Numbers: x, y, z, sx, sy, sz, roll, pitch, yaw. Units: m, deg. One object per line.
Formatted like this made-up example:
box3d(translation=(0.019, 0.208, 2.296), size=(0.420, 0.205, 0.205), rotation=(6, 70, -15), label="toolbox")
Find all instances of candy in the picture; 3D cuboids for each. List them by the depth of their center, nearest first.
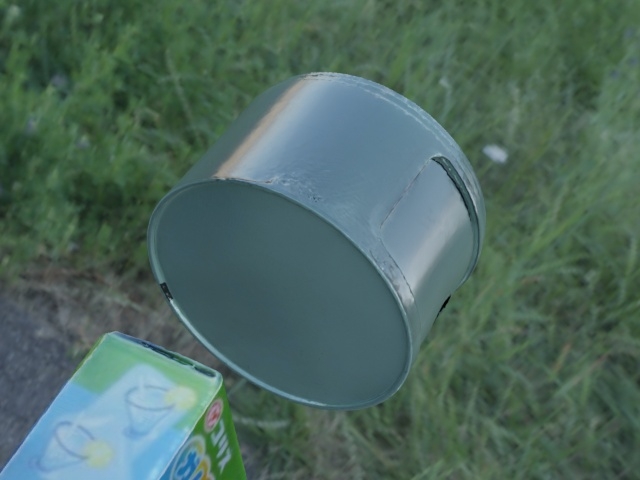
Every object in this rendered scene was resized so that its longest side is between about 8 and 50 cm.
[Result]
box3d(translation=(-0.103, 0.139, 0.475), size=(0.062, 0.097, 0.194), rotation=(18, 54, 21), label="candy")

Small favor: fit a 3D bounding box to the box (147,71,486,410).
box3d(translation=(0.000, 0.000, 0.957), size=(0.226, 0.226, 0.149), rotation=(37, 52, 0), label="box")
